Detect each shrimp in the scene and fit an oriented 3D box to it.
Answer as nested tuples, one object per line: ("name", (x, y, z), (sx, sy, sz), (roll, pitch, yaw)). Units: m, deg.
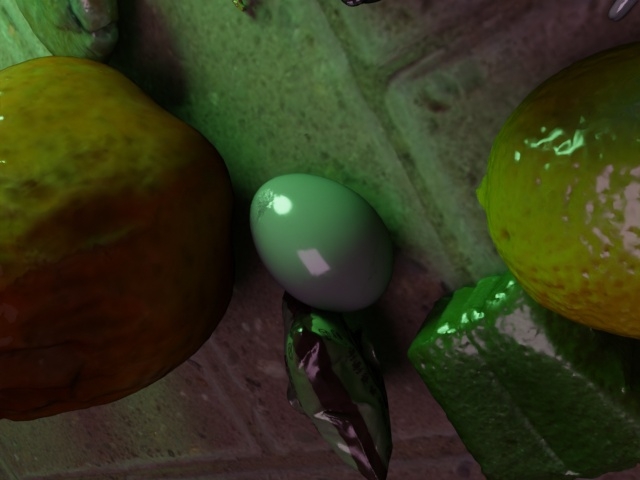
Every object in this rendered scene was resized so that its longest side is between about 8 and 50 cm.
("shrimp", (-0.394, -0.428, 0.782), (0.221, 0.110, 0.445), (-7, 113, 50))

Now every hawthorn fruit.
("hawthorn fruit", (-0.336, 0.017, 0.769), (0.472, 0.472, 0.471), (14, 121, 24))

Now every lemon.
("lemon", (0.272, -0.039, 0.494), (0.267, 0.267, 0.267), (14, 121, 24))

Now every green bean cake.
("green bean cake", (0.241, 0.148, 0.689), (0.222, 0.125, 0.248), (-31, 99, 37))

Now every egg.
("egg", (0.000, 0.000, 0.737), (0.198, 0.146, 0.146), (46, 129, 16))

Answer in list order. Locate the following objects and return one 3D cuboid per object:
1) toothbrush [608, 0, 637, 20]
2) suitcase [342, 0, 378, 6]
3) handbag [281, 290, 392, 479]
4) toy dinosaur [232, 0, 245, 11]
("toothbrush", (0.325, -0.297, 0.464), (0.024, 0.021, 0.288), (47, 129, 15))
("suitcase", (0.149, -0.305, 0.449), (0.312, 0.202, 0.128), (-22, 102, 38))
("handbag", (0.015, 0.167, 0.771), (0.127, 0.235, 0.213), (-32, 101, 0))
("toy dinosaur", (-0.109, -0.323, 0.704), (0.041, 0.026, 0.113), (2, 126, 48))
